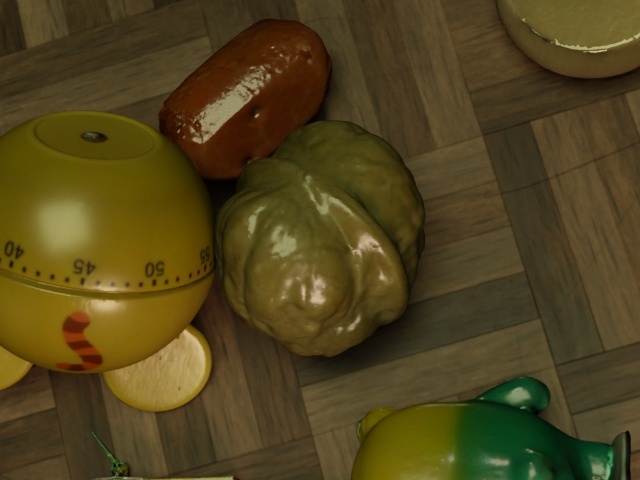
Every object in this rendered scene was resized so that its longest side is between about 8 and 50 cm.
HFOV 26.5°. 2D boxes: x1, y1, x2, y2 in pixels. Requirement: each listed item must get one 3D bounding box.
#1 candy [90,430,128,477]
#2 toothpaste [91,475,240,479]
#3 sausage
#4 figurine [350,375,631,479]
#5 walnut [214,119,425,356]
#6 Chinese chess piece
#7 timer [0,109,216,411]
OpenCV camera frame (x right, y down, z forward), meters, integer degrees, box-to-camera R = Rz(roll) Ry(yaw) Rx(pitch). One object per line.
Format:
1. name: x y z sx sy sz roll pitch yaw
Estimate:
1. candy: -0.287 0.290 1.835 0.023 0.025 0.083 -30 61 -29
2. toothpaste: -0.205 0.333 1.781 0.193 0.070 0.044 -3 74 8
3. sausage: -0.098 -0.192 1.854 0.268 0.153 0.141 -41 39 -6
4. figurine: 0.196 0.308 1.644 0.340 0.231 0.323 4 61 10
5. walnut: -0.002 0.001 1.722 0.282 0.277 0.253 -25 55 -9
6. Chinese chess piece: 0.371 -0.351 1.852 0.273 0.102 0.273 -3 75 10
7. timer: -0.310 0.038 1.753 0.376 0.376 0.386 17 113 13
